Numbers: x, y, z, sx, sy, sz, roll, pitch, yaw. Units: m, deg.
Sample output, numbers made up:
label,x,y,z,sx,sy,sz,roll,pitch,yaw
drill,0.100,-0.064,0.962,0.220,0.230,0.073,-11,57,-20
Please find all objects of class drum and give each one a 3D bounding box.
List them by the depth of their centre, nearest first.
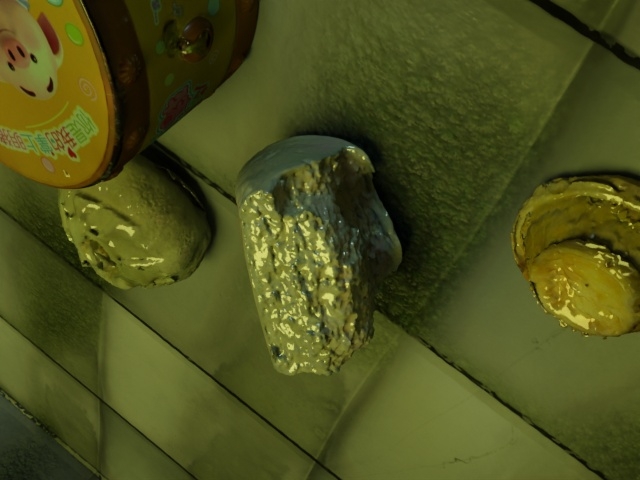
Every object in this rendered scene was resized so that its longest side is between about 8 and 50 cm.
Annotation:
label,x,y,z,sx,sy,sz,roll,pitch,yaw
drum,-0.288,-0.278,0.886,0.431,0.214,0.431,28,143,24

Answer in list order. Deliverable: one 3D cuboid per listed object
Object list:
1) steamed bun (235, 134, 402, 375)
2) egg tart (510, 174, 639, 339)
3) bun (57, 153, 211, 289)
label,x,y,z,sx,sy,sz,roll,pitch,yaw
steamed bun,0.000,0.000,0.924,0.171,0.200,0.225,-10,127,3
egg tart,0.254,0.027,0.783,0.191,0.074,0.191,28,145,22
bun,-0.275,-0.021,1.207,0.239,0.141,0.239,25,143,21
